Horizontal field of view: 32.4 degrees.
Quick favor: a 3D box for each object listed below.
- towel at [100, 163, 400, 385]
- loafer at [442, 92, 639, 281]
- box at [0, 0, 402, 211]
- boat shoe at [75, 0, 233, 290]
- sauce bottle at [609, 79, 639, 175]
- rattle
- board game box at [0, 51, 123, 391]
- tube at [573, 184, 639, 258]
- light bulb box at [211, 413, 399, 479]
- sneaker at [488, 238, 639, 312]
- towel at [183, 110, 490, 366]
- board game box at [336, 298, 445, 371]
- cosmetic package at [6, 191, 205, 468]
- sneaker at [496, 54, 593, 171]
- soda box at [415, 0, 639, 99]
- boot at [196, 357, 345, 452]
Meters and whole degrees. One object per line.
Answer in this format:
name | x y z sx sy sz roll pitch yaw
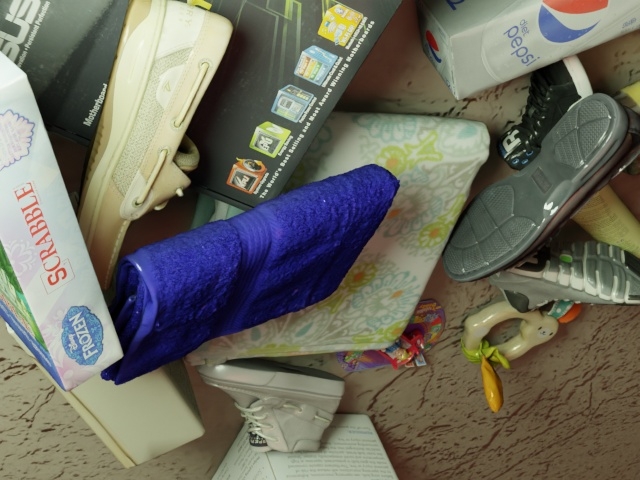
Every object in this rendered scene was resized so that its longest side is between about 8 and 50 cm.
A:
towel | -0.076 0.038 1.105 0.308 0.076 0.228 -23 164 -32
loafer | 0.272 -0.045 1.319 0.095 0.109 0.302 16 130 -36
box | -0.097 -0.241 0.981 0.318 0.097 0.395 24 120 -21
boat shoe | -0.156 -0.071 0.979 0.098 0.109 0.302 13 120 -15
sauce bottle | 0.516 -0.201 1.374 0.344 0.111 0.111 -28 139 0
rattle | 0.318 0.152 1.615 0.199 0.143 0.130 -9 118 -10
board game box | -0.307 -0.072 0.927 0.066 0.318 0.318 -34 142 -23
tube | 0.376 -0.045 1.498 0.070 0.062 0.240 -49 134 8
light bulb box | -0.026 0.503 1.622 0.225 0.361 0.358 6 129 -31
sneaker | 0.346 0.061 1.550 0.228 0.086 0.132 15 146 0
towel | 0.000 0.000 1.334 0.320 0.090 0.374 -3 134 -27
board game box | 0.108 0.148 1.577 0.168 0.033 0.133 -8 135 -21
cosmetic package | -0.249 0.112 1.264 0.113 0.160 0.309 -25 138 -1
sneaker | 0.263 -0.147 1.321 0.121 0.079 0.217 -28 139 3
soda box | 0.253 -0.260 1.188 0.286 0.098 0.091 -21 138 -5
boot | -0.073 0.228 1.482 0.258 0.095 0.123 17 90 -43
